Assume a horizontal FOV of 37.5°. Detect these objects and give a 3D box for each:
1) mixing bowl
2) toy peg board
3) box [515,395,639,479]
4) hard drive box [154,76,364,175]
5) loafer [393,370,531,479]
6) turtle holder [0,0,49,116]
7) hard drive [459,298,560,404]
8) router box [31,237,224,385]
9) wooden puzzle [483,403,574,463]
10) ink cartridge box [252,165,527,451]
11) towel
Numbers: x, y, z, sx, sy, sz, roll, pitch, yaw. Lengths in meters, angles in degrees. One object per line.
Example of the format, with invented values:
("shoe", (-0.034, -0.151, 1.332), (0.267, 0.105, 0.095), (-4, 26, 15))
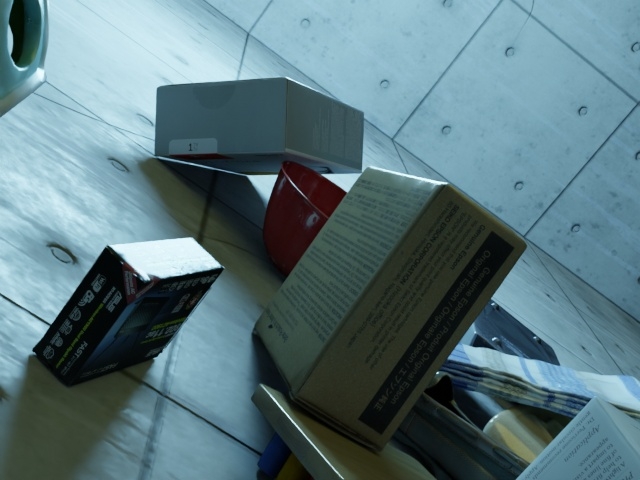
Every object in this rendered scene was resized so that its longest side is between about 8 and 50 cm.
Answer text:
("mixing bowl", (0.000, 0.000, 1.102), (0.181, 0.098, 0.181), (36, 14, -10))
("toy peg board", (0.026, 0.192, 0.660), (0.161, 0.079, 0.161), (31, 0, -27))
("box", (0.238, 0.252, 0.734), (0.182, 0.181, 0.119), (33, 16, -21))
("hard drive box", (-0.071, -0.138, 1.196), (0.181, 0.089, 0.232), (1, -3, 26))
("loafer", (0.118, 0.167, 0.898), (0.267, 0.084, 0.096), (47, 17, 29))
("turtle holder", (-0.294, -0.152, 0.584), (0.227, 0.243, 0.320), (56, -3, -19))
("hard drive", (0.270, 0.160, 1.353), (0.172, 0.054, 0.254), (39, 14, 1))
("router box", (-0.130, 0.046, 0.657), (0.038, 0.092, 0.122), (42, 15, 13))
("wooden puzzle", (0.336, 0.305, 1.039), (0.322, 0.080, 0.348), (43, 20, 21))
("ink cartridge box", (0.044, 0.042, 0.787), (0.088, 0.193, 0.235), (35, 0, -14))
("towel", (0.253, 0.159, 1.096), (0.285, 0.034, 0.209), (13, 5, 3))
